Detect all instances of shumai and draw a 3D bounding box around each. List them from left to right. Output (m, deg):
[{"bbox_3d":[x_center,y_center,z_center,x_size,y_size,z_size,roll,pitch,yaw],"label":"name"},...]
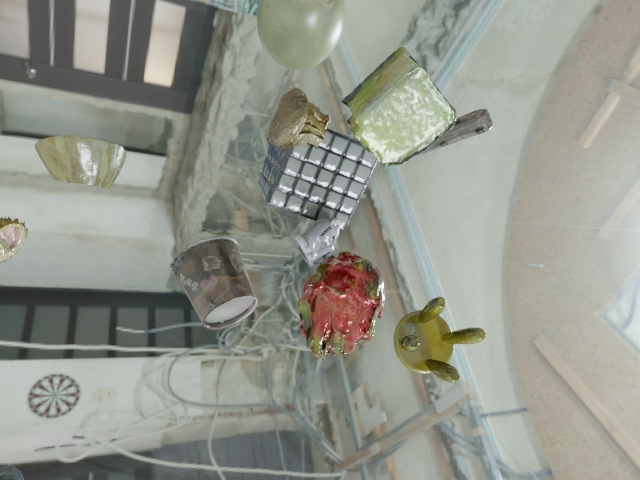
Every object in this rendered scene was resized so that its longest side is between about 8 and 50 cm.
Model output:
[{"bbox_3d":[-0.043,-0.257,1.108,0.145,0.116,0.145,-32,-134,41],"label":"shumai"}]

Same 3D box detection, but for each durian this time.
[{"bbox_3d":[-0.995,0.001,1.470,0.250,0.138,0.183,-42,153,-80],"label":"durian"}]

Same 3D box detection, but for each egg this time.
[{"bbox_3d":[-0.070,-0.705,1.609,0.336,0.278,0.278,129,-41,-59],"label":"egg"}]

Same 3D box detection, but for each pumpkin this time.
[{"bbox_3d":[-0.616,-0.187,1.282,0.217,0.217,0.110,167,-80,-64],"label":"pumpkin"}]

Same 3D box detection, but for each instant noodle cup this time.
[{"bbox_3d":[-0.301,0.130,1.447,0.207,0.217,0.217,58,-40,25],"label":"instant noodle cup"}]

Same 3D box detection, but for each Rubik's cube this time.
[{"bbox_3d":[-0.017,-0.194,1.328,0.237,0.238,0.237,-68,-159,14],"label":"Rubik's cube"}]

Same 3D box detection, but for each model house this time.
[{"bbox_3d":[0.160,-0.299,1.092,0.194,0.170,0.211,-41,-147,21],"label":"model house"}]

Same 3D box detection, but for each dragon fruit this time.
[{"bbox_3d":[0.057,0.175,1.348,0.237,0.231,0.302,99,5,-65],"label":"dragon fruit"}]

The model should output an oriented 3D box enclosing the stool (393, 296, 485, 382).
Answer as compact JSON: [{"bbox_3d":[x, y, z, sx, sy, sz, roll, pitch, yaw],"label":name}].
[{"bbox_3d":[0.190,0.165,0.822,0.110,0.135,0.134,126,-42,-74],"label":"stool"}]

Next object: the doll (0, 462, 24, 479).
[{"bbox_3d":[-0.747,0.581,1.042,0.154,0.258,0.228,77,-6,-49],"label":"doll"}]

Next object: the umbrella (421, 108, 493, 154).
[{"bbox_3d":[0.393,-0.339,1.604,0.337,0.067,0.073,-14,-78,46],"label":"umbrella"}]

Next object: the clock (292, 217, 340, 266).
[{"bbox_3d":[0.000,0.001,1.259,0.080,0.117,0.176,56,-8,15],"label":"clock"}]
